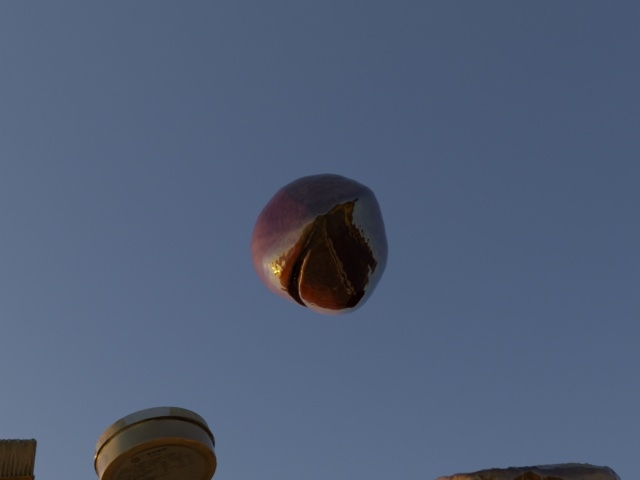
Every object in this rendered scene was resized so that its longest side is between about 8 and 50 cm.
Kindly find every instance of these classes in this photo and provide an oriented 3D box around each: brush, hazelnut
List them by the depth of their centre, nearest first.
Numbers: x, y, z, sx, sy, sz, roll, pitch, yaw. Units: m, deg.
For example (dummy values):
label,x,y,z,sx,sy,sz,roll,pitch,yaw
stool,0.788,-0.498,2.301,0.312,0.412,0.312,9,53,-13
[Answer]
label,x,y,z,sx,sy,sz,roll,pitch,yaw
hazelnut,0.000,0.000,1.253,0.208,0.208,0.208,-2,-53,-2
brush,-0.448,0.400,1.267,0.103,0.013,0.272,5,-83,-20

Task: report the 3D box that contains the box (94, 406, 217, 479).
label,x,y,z,sx,sy,sz,roll,pitch,yaw
box,-0.143,0.191,0.812,0.106,0.037,0.105,-12,-46,-13

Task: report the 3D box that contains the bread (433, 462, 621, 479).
label,x,y,z,sx,sy,sz,roll,pitch,yaw
bread,0.344,0.466,1.511,0.358,0.204,0.337,5,-17,-17
